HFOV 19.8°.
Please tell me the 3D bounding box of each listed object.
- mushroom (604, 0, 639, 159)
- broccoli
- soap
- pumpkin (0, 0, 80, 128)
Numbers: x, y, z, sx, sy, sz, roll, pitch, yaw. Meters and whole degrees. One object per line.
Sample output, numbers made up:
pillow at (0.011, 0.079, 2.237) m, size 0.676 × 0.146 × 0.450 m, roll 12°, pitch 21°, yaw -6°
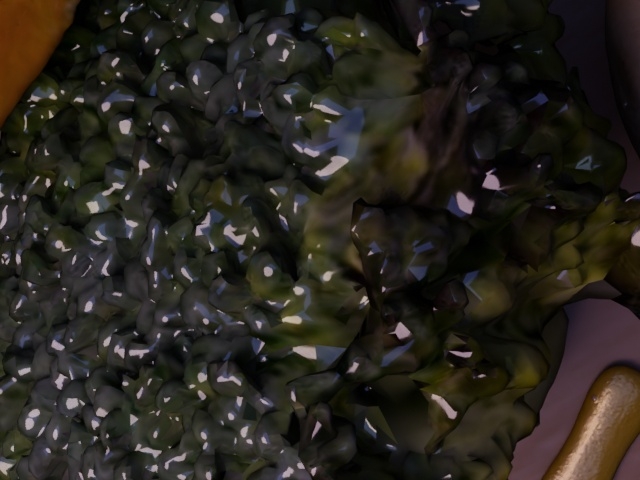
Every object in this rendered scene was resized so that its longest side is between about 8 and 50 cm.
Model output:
mushroom at (0.233, -0.085, 0.777) m, size 0.226 × 0.178 × 0.226 m, roll 1°, pitch 87°, yaw -18°
broccoli at (-0.018, -0.002, 0.776) m, size 0.334 × 0.272 × 0.324 m, roll 15°, pitch 117°, yaw 47°
soap at (0.136, 0.103, 0.905) m, size 0.034 × 0.012 × 0.089 m, roll 27°, pitch 99°, yaw 0°
pumpkin at (-0.182, -0.159, 0.807) m, size 0.258 × 0.095 × 0.290 m, roll 36°, pitch 92°, yaw 35°
